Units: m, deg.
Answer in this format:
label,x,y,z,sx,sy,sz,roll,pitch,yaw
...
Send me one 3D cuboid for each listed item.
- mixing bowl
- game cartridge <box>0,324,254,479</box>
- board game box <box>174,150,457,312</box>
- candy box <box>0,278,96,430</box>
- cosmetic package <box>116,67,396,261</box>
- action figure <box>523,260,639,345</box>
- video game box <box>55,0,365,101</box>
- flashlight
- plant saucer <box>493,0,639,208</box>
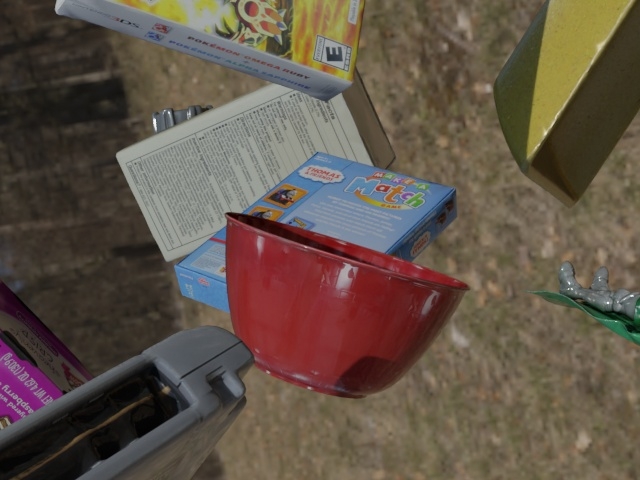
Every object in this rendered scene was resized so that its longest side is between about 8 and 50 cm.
label,x,y,z,sx,sy,sz,roll,pitch,yaw
mixing bowl,0.007,0.052,0.819,0.181,0.181,0.098,-50,-24,-87
game cartridge,-0.167,0.161,0.564,0.062,0.198,0.297,48,-144,10
board game box,0.000,0.000,1.034,0.211,0.160,0.039,-42,-44,-37
candy box,-0.294,0.157,0.896,0.159,0.233,0.071,51,-171,-26
cosmetic package,-0.081,-0.105,1.459,0.160,0.309,0.113,67,-160,-10
action figure,0.302,0.067,0.984,0.232,0.137,0.064,22,103,55
video game box,-0.054,-0.213,0.731,0.048,0.187,0.205,157,124,-64
flashlight,-0.200,-0.061,1.855,0.103,0.103,0.304,-6,92,54
plant saucer,0.276,-0.203,1.085,0.333,0.081,0.332,-58,-19,7
